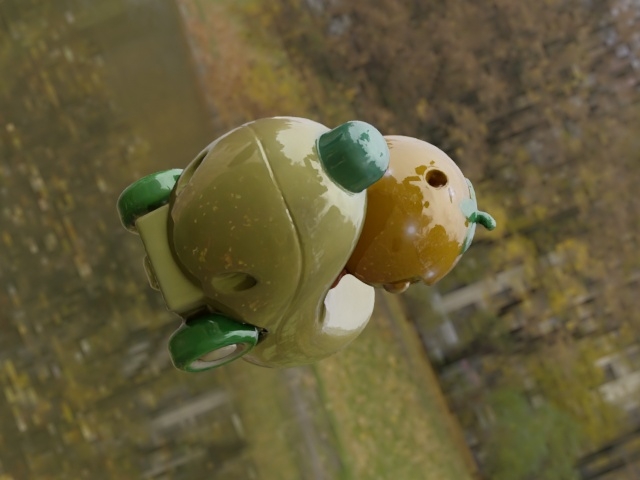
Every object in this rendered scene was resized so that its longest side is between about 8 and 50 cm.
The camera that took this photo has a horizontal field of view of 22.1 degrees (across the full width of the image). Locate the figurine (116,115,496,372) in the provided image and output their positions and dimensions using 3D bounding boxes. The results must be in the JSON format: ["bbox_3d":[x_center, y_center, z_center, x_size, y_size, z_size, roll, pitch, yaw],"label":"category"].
[{"bbox_3d":[0.000,0.000,1.103,0.124,0.222,0.324,66,5,18],"label":"figurine"}]
